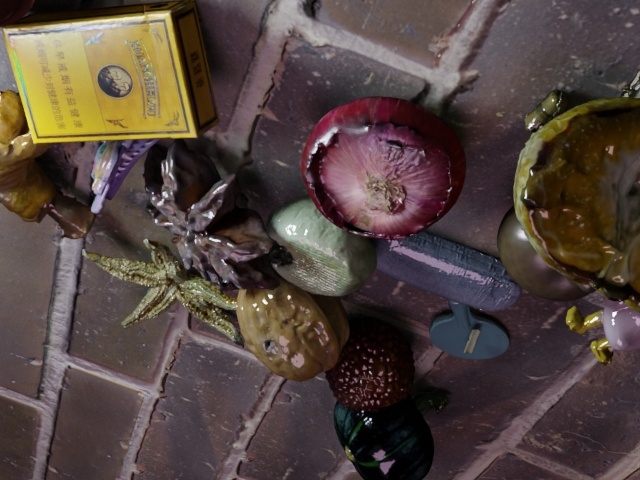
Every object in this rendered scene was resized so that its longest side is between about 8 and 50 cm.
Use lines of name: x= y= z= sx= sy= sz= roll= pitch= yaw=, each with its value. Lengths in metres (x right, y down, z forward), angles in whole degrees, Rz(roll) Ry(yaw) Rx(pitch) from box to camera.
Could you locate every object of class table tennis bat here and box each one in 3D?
table tennis bat: x=0.271 y=0.160 z=2.160 sx=0.153 sy=0.040 sz=0.244 roll=2 pitch=146 yaw=18

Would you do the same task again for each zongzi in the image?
zongzi: x=0.346 y=-0.176 z=1.660 sx=0.083 sy=0.040 sz=0.076 roll=19 pitch=141 yaw=-22

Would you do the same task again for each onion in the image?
onion: x=0.095 y=-0.116 z=1.748 sx=0.248 sy=0.161 sz=0.248 roll=3 pitch=144 yaw=2

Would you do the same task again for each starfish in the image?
starfish: x=-0.280 y=0.090 z=2.271 sx=0.347 sy=0.078 sz=0.358 roll=14 pitch=145 yaw=7

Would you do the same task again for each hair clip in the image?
hair clip: x=-0.316 y=-0.163 z=1.904 sx=0.090 sy=0.137 sz=0.278 roll=29 pitch=125 yaw=-32

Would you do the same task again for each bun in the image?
bun: x=0.000 y=0.000 z=1.972 sx=0.204 sy=0.126 sz=0.212 roll=36 pitch=152 yaw=-13

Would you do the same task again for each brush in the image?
brush: x=0.282 y=0.186 z=2.157 sx=0.016 sy=0.013 sz=0.084 roll=5 pitch=144 yaw=-3

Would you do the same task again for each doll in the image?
doll: x=0.569 y=0.084 z=1.817 sx=0.365 sy=0.094 sz=0.160 roll=-35 pitch=110 yaw=26

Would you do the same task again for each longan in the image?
longan: x=0.363 y=0.015 z=1.780 sx=0.185 sy=0.204 sz=0.159 roll=29 pitch=103 yaw=-37

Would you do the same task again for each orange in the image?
orange: x=0.432 y=-0.056 z=1.620 sx=0.368 sy=0.271 sz=0.210 roll=24 pitch=-172 yaw=-10

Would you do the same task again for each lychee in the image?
lychee: x=0.090 y=0.234 z=2.230 sx=0.188 sy=0.188 sz=0.188 roll=12 pitch=145 yaw=9

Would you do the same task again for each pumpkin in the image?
pumpkin: x=0.156 y=0.382 z=2.391 sx=0.248 sy=0.248 sz=0.248 roll=12 pitch=145 yaw=9

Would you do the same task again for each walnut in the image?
walnut: x=-0.052 y=0.145 z=2.129 sx=0.198 sy=0.198 sz=0.245 roll=-18 pitch=113 yaw=40

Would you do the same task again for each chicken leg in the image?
chicken leg: x=-0.535 y=-0.136 z=2.021 sx=0.295 sy=0.182 sz=0.409 roll=-29 pitch=130 yaw=27

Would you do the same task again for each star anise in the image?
star anise: x=-0.195 y=-0.030 z=1.964 sx=0.331 sy=0.117 sz=0.332 roll=37 pitch=154 yaw=21

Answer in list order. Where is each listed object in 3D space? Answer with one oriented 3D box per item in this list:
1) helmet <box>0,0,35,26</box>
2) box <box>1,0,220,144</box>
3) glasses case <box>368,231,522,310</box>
helmet: x=-0.591 y=-0.390 z=1.569 sx=0.337 sy=0.230 sz=0.385 roll=1 pitch=135 yaw=31
box: x=-0.316 y=-0.250 z=1.747 sx=0.301 sy=0.084 sz=0.193 roll=0 pitch=115 yaw=24
glasses case: x=0.212 y=0.049 z=2.003 sx=0.282 sy=0.067 sz=0.109 roll=21 pitch=141 yaw=0
